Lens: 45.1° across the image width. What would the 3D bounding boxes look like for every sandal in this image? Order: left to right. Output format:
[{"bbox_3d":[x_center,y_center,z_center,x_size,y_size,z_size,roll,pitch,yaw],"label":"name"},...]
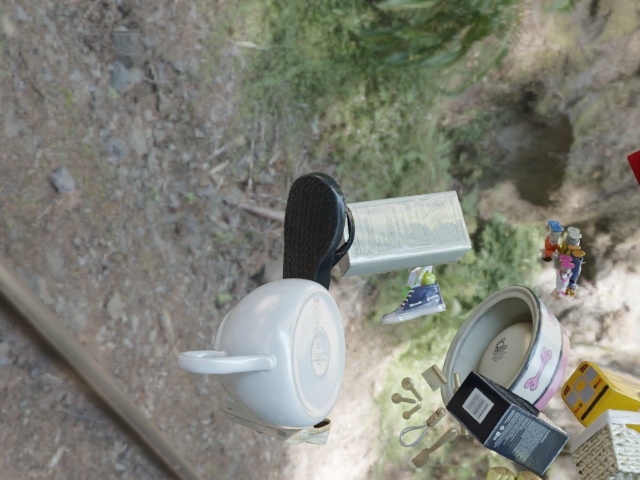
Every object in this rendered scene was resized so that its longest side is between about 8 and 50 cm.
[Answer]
[{"bbox_3d":[-0.002,-0.001,1.697,0.107,0.167,0.445,-26,151,-26],"label":"sandal"}]

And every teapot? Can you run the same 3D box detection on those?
[{"bbox_3d":[-0.086,0.179,1.228,0.252,0.187,0.256,-69,147,-42],"label":"teapot"}]

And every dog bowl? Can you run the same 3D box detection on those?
[{"bbox_3d":[0.520,0.337,2.159,0.408,0.150,0.408,-53,-164,22],"label":"dog bowl"}]

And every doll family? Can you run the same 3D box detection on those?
[{"bbox_3d":[0.716,0.073,2.223,0.263,0.118,0.163,-84,176,-51],"label":"doll family"}]

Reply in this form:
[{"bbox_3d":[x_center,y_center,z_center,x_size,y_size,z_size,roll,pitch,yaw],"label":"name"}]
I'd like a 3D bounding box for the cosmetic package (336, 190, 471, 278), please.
[{"bbox_3d":[0.192,-0.015,1.884,0.113,0.310,0.160,114,-33,-67],"label":"cosmetic package"}]

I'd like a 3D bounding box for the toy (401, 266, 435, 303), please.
[{"bbox_3d":[0.318,0.144,2.387,0.237,0.056,0.136,-17,124,-60],"label":"toy"}]

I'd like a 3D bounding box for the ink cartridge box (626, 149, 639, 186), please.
[{"bbox_3d":[0.925,-0.115,1.838,0.309,0.272,0.130,55,25,-21],"label":"ink cartridge box"}]

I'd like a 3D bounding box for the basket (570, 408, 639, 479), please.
[{"bbox_3d":[0.511,0.369,1.308,0.167,0.113,0.103,101,-6,-54],"label":"basket"}]

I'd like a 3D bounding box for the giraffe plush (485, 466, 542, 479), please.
[{"bbox_3d":[0.393,0.590,1.579,0.210,0.181,0.170,-42,141,-14],"label":"giraffe plush"}]

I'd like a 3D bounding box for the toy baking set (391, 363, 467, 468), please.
[{"bbox_3d":[0.293,0.459,2.030,0.030,0.197,0.256,39,39,-66],"label":"toy baking set"}]

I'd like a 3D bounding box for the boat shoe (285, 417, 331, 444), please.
[{"bbox_3d":[-0.041,0.382,1.590,0.170,0.063,0.059,19,97,-50],"label":"boat shoe"}]

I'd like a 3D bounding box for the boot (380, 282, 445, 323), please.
[{"bbox_3d":[0.258,0.182,2.220,0.069,0.190,0.086,55,21,-80],"label":"boot"}]

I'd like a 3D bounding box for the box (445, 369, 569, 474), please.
[{"bbox_3d":[0.398,0.388,1.646,0.207,0.153,0.108,32,94,-29],"label":"box"}]

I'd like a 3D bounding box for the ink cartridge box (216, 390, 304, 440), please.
[{"bbox_3d":[-0.100,0.293,1.409,0.208,0.153,0.086,118,-7,-67],"label":"ink cartridge box"}]

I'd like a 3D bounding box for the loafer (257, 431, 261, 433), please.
[{"bbox_3d":[-0.106,0.460,1.983,0.056,0.148,0.050,-96,178,-57],"label":"loafer"}]

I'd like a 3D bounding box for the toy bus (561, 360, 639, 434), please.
[{"bbox_3d":[0.670,0.358,1.597,0.108,0.333,0.130,-61,-154,20],"label":"toy bus"}]
